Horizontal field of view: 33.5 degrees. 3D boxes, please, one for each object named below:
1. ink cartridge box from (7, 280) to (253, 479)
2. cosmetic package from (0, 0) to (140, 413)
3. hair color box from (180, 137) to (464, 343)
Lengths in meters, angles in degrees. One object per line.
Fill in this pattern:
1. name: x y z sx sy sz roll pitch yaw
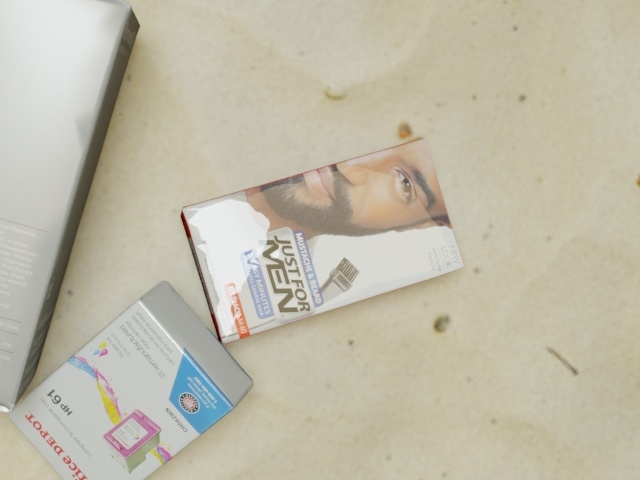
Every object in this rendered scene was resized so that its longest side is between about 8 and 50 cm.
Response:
1. ink cartridge box: -0.119 0.099 0.664 0.122 0.052 0.088 -40 92 17
2. cosmetic package: -0.186 -0.038 0.629 0.107 0.127 0.238 20 96 -9
3. hair color box: 0.000 0.000 0.708 0.167 0.053 0.093 -17 90 -10
